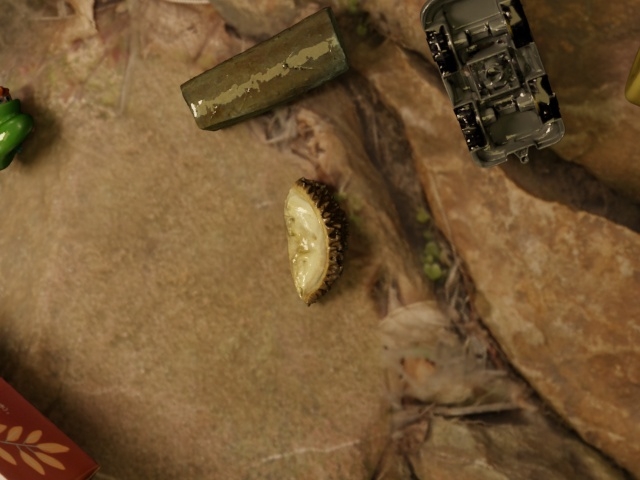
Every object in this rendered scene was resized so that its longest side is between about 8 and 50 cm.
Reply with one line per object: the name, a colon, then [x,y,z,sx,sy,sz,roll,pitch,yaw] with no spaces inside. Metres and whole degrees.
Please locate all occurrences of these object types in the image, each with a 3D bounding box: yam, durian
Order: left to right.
yam: [-0.050,-0.162,1.876,0.169,0.068,0.068,-28,93,7]
durian: [-0.004,0.001,1.898,0.066,0.052,0.130,-4,96,7]

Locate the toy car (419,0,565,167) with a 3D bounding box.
toy car: [0.164,-0.169,1.851,0.097,0.100,0.191,-20,114,6]

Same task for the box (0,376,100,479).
box: [-0.460,0.230,1.846,0.385,0.122,0.344,40,116,9]

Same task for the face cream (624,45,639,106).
face cream: [0.405,-0.192,1.762,0.179,0.218,0.218,24,97,2]

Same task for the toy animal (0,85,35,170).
toy animal: [-0.386,-0.143,1.898,0.208,0.100,0.103,30,120,-8]
